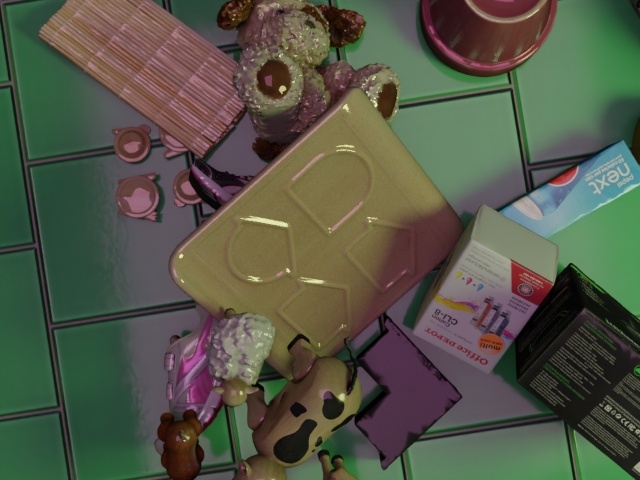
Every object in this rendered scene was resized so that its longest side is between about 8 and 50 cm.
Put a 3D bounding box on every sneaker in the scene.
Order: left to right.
[{"bbox_3d":[-0.182,0.194,1.331,0.111,0.103,0.252,28,81,3],"label":"sneaker"},{"bbox_3d":[-0.113,-0.069,1.350,0.178,0.072,0.077,38,71,-13],"label":"sneaker"}]

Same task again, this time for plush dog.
[{"bbox_3d":[-0.041,-0.253,1.311,0.262,0.210,0.225,3,73,-32],"label":"plush dog"}]

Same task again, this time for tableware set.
[{"bbox_3d":[-0.241,-0.113,1.370,0.141,0.020,0.169,-8,84,-5],"label":"tableware set"}]

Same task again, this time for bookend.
[{"bbox_3d":[0.096,0.221,1.333,0.157,0.072,0.156,-44,88,0],"label":"bookend"}]

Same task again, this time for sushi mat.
[{"bbox_3d":[-0.253,-0.270,1.369,0.316,0.019,0.151,36,81,1],"label":"sushi mat"}]

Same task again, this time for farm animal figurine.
[{"bbox_3d":[-0.039,0.281,1.210,0.330,0.172,0.327,21,107,-21],"label":"farm animal figurine"}]

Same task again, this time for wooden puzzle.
[{"bbox_3d":[0.000,0.000,1.272,0.348,0.080,0.322,-44,128,-1],"label":"wooden puzzle"}]

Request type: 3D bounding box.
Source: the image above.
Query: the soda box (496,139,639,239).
[{"bbox_3d":[0.362,-0.063,1.338,0.210,0.067,0.071,-30,89,-1],"label":"soda box"}]

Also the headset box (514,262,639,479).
[{"bbox_3d":[0.397,0.178,1.234,0.246,0.283,0.131,40,105,2],"label":"headset box"}]

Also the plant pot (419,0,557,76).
[{"bbox_3d":[0.245,-0.347,1.290,0.201,0.180,0.201,0,89,2],"label":"plant pot"}]

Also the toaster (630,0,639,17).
[{"bbox_3d":[0.538,-0.339,1.294,0.110,0.168,0.186,-30,88,3],"label":"toaster"}]

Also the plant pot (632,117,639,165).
[{"bbox_3d":[0.504,-0.154,1.334,0.081,0.081,0.083,-3,78,1],"label":"plant pot"}]

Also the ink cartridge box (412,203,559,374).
[{"bbox_3d":[0.230,0.069,1.275,0.128,0.127,0.176,29,121,2],"label":"ink cartridge box"}]
